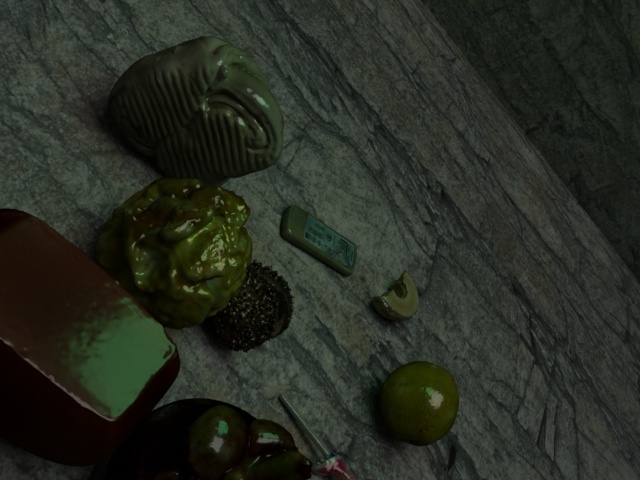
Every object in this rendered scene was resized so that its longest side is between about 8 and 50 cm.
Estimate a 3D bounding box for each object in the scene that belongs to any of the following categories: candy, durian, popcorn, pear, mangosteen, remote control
[{"bbox_3d":[0.032,0.467,1.411,0.365,0.124,0.124,52,40,2],"label":"candy"},{"bbox_3d":[-0.152,0.125,1.371,0.196,0.167,0.196,45,16,-17],"label":"durian"},{"bbox_3d":[-0.267,0.018,1.223,0.282,0.282,0.246,-33,128,-50],"label":"popcorn"},{"bbox_3d":[0.232,0.385,1.594,0.198,0.198,0.198,25,52,-36],"label":"pear"},{"bbox_3d":[-0.164,0.384,1.042,0.307,0.347,0.306,31,44,-35],"label":"mangosteen"},{"bbox_3d":[0.000,0.000,1.683,0.234,0.038,0.098,33,48,-30],"label":"remote control"}]

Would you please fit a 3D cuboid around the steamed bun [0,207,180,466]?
[{"bbox_3d":[-0.415,0.153,0.993,0.379,0.248,0.235,42,40,-7],"label":"steamed bun"}]

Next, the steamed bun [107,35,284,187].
[{"bbox_3d":[-0.238,-0.281,1.384,0.309,0.324,0.219,46,37,-30],"label":"steamed bun"}]

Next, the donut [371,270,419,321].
[{"bbox_3d":[0.204,0.161,1.782,0.108,0.065,0.166,58,39,-4],"label":"donut"}]
